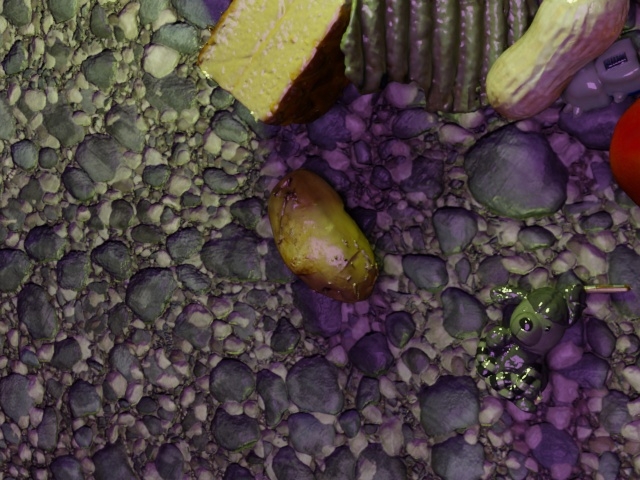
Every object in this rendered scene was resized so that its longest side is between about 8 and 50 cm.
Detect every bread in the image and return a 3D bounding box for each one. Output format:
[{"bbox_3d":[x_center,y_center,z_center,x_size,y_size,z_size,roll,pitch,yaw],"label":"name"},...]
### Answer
[{"bbox_3d":[-0.040,-0.376,1.527,0.207,0.279,0.279,43,110,13],"label":"bread"}]

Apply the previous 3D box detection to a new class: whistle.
[{"bbox_3d":[0.513,-0.289,1.400,0.245,0.092,0.110,-23,61,29],"label":"whistle"}]

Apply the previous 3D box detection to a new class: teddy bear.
[{"bbox_3d":[0.371,0.173,1.525,0.171,0.144,0.250,25,106,32],"label":"teddy bear"}]

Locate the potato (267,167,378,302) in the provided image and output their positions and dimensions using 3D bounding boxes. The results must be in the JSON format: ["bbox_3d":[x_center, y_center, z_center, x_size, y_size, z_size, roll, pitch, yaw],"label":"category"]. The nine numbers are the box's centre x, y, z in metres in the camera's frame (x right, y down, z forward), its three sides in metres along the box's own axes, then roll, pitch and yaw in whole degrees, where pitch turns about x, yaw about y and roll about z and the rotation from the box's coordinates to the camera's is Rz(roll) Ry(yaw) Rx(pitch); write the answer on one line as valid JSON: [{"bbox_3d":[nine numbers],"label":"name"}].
[{"bbox_3d":[0.000,0.000,1.648,0.173,0.140,0.300,-38,80,20],"label":"potato"}]

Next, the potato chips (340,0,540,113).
[{"bbox_3d":[0.219,-0.419,1.432,0.097,0.373,0.389,39,116,61],"label":"potato chips"}]

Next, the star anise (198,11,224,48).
[{"bbox_3d":[-0.191,-0.409,1.707,0.141,0.042,0.141,6,105,24],"label":"star anise"}]

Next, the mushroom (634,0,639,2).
[{"bbox_3d":[0.467,-0.530,1.334,0.173,0.162,0.236,14,102,14],"label":"mushroom"}]

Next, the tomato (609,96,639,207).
[{"bbox_3d":[0.620,-0.150,1.310,0.299,0.226,0.298,4,100,25],"label":"tomato"}]

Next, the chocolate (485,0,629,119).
[{"bbox_3d":[0.395,-0.323,1.364,0.134,0.134,0.309,44,127,10],"label":"chocolate"}]

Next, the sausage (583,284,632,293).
[{"bbox_3d":[0.523,0.090,1.510,0.100,0.015,0.015,-4,98,24],"label":"sausage"}]
